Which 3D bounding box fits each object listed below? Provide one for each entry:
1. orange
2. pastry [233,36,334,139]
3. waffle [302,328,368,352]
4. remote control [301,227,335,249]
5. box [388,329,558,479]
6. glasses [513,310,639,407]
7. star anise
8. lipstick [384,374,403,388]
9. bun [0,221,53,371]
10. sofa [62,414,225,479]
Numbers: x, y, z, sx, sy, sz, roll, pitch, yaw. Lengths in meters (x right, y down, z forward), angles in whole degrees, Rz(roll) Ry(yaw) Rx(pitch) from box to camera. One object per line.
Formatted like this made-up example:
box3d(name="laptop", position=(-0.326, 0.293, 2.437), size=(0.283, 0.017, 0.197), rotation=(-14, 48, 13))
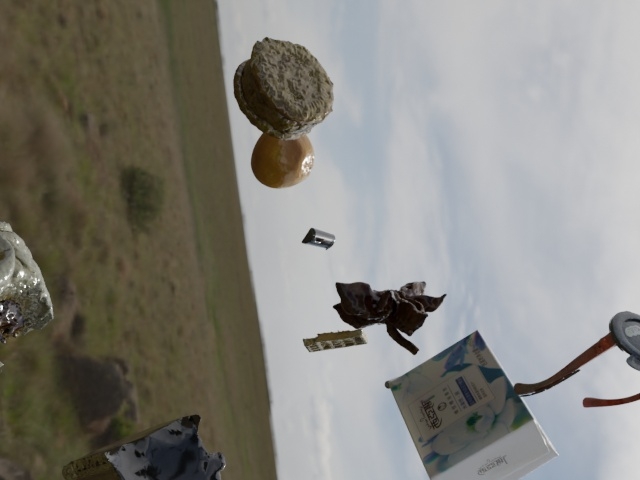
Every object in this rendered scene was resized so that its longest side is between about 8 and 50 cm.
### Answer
box3d(name="orange", position=(-0.084, -0.190, 2.116), size=(0.159, 0.136, 0.159), rotation=(23, 90, -78))
box3d(name="pastry", position=(-0.069, -0.277, 1.690), size=(0.103, 0.188, 0.189), rotation=(-35, -124, 45))
box3d(name="waffle", position=(0.031, 0.213, 1.968), size=(0.092, 0.135, 0.021), rotation=(61, 20, -69))
box3d(name="remote control", position=(0.000, 0.000, 1.507), size=(0.016, 0.034, 0.091), rotation=(37, 10, 25))
box3d(name="box", position=(0.265, 0.317, 1.647), size=(0.116, 0.203, 0.274), rotation=(54, 7, -30))
box3d(name="glasses", position=(0.480, 0.232, 1.488), size=(0.268, 0.234, 0.118), rotation=(-49, -139, 39))
box3d(name="star anise", position=(0.116, 0.119, 1.619), size=(0.212, 0.196, 0.111), rotation=(-72, 175, -77))
box3d(name="lipstick", position=(0.162, 0.304, 1.978), size=(0.094, 0.019, 0.019), rotation=(0, 81, -65))
box3d(name="bun", position=(-0.573, 0.073, 1.462), size=(0.281, 0.281, 0.205), rotation=(-107, -151, -57))
box3d(name="sofa", position=(-0.337, 0.467, 1.773), size=(0.200, 0.258, 0.182), rotation=(-24, -95, 46))
